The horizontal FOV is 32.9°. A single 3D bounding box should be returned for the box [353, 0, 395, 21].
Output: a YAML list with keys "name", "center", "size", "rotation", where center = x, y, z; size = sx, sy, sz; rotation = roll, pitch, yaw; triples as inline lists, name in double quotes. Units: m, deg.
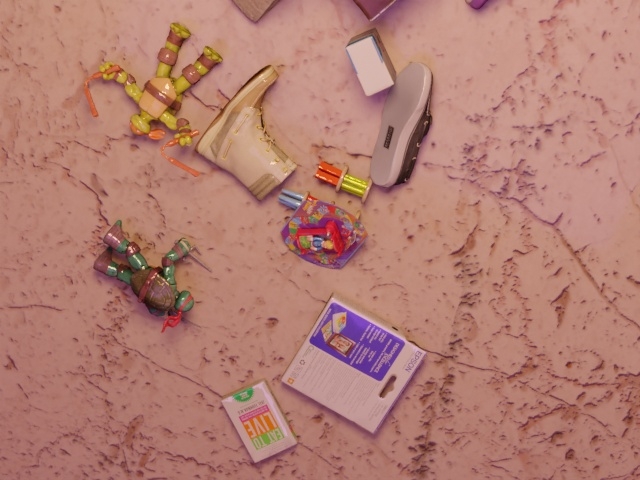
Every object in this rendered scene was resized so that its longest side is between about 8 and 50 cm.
- name: "box"
  center: [0.084, -0.486, 1.723]
  size: [0.167, 0.168, 0.203]
  rotation: [-39, 98, 17]

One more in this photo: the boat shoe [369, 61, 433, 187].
- name: "boat shoe"
  center: [0.155, -0.196, 1.864]
  size: [0.080, 0.076, 0.229]
  rotation: [36, 119, 44]

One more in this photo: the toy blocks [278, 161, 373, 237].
- name: "toy blocks"
  center: [0.007, -0.085, 1.933]
  size: [0.148, 0.054, 0.123]
  rotation: [21, 111, 2]

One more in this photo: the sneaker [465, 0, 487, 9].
- name: "sneaker"
  center: [0.337, -0.449, 1.742]
  size: [0.104, 0.095, 0.236]
  rotation: [43, 109, -15]

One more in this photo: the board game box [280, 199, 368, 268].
- name: "board game box"
  center: [0.000, 0.000, 1.933]
  size: [0.133, 0.033, 0.169]
  rotation: [30, 137, -9]

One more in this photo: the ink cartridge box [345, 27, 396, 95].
- name: "ink cartridge box"
  center: [0.085, -0.300, 1.812]
  size: [0.052, 0.122, 0.089]
  rotation: [-23, 104, 12]

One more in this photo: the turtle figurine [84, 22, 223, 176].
- name: "turtle figurine"
  center: [-0.264, -0.254, 1.898]
  size: [0.269, 0.087, 0.217]
  rotation: [40, 100, 11]

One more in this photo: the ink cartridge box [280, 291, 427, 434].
- name: "ink cartridge box"
  center: [0.063, 0.231, 2.036]
  size: [0.208, 0.045, 0.206]
  rotation: [31, 110, -1]

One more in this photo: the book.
- name: "book"
  center: [-0.117, 0.349, 2.115]
  size: [0.096, 0.035, 0.144]
  rotation: [-25, 102, 12]

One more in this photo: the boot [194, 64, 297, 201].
- name: "boot"
  center: [-0.100, -0.187, 1.903]
  size: [0.165, 0.077, 0.213]
  rotation: [40, 115, -5]

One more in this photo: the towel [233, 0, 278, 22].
- name: "towel"
  center: [-0.116, -0.471, 1.734]
  size: [0.187, 0.282, 0.049]
  rotation: [48, 67, -8]

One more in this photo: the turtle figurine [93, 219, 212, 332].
- name: "turtle figurine"
  center: [-0.302, 0.070, 2.007]
  size: [0.234, 0.118, 0.175]
  rotation: [33, 110, 3]
